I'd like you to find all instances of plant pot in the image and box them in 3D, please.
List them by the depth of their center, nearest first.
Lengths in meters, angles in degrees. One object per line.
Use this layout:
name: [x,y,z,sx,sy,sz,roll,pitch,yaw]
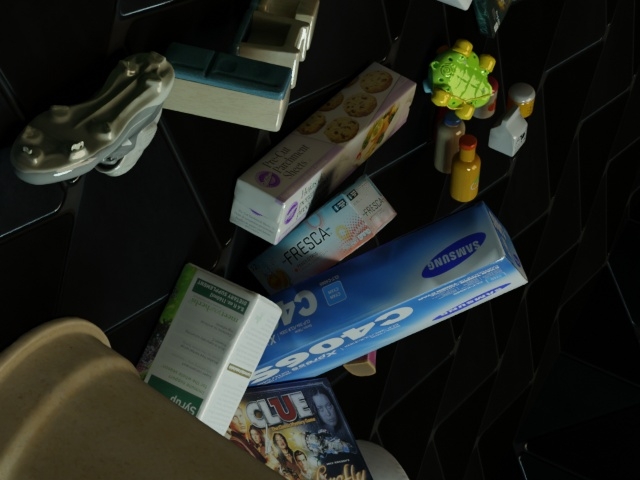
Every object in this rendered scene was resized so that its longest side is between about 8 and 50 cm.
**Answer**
plant pot: [-0.170,0.283,1.586,0.334,0.305,0.334,-52,157,-34]

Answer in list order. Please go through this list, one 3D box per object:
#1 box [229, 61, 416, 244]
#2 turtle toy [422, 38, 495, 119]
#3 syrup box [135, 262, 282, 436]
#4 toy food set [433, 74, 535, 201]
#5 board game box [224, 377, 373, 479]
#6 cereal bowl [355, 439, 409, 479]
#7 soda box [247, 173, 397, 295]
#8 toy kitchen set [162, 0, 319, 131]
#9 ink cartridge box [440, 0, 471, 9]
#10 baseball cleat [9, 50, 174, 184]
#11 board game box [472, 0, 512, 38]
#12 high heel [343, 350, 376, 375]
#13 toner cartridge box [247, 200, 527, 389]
box: [0.008,-0.106,1.968,0.324,0.067,0.063,-43,155,-47]
turtle toy: [0.188,-0.214,2.295,0.130,0.066,0.095,26,88,-41]
syrup box: [-0.141,0.155,1.835,0.237,0.093,0.096,-64,161,-5]
toy food set: [0.223,-0.172,2.391,0.232,0.111,0.104,-49,155,-35]
board game box: [-0.055,0.249,1.962,0.243,0.165,0.042,-4,152,-46]
cereal bowl: [0.000,0.433,2.281,0.141,0.339,0.339,5,113,-30]
soda box: [0.000,0.000,1.944,0.183,0.063,0.058,-36,-176,40]
toy kitchen set: [-0.070,-0.232,1.599,0.207,0.122,0.166,-74,175,-56]
ink cartridge box: [0.156,-0.360,2.072,0.104,0.060,0.180,-65,161,-2]
baseball cleat: [-0.191,-0.082,1.464,0.206,0.072,0.109,-42,156,-43]
board game box: [0.245,-0.375,2.344,0.126,0.026,0.186,-62,160,-14]
high heel: [0.033,0.085,2.284,0.244,0.082,0.117,49,37,-56]
toner cartridge box: [0.057,0.073,1.971,0.348,0.075,0.165,-25,164,10]
